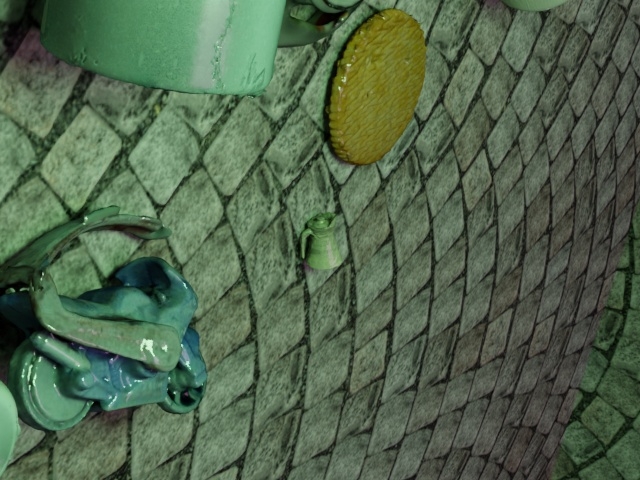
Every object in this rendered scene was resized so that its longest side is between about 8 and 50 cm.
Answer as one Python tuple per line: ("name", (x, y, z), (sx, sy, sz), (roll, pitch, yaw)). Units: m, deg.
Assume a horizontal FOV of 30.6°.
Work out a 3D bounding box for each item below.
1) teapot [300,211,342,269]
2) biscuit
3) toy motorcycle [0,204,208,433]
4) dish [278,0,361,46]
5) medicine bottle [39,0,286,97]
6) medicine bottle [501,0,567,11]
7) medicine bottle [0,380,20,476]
("teapot", (0.000, 0.000, 1.799), (0.067, 0.057, 0.083), (-13, 119, -21))
("biscuit", (0.085, -0.233, 1.790), (0.254, 0.035, 0.254), (-38, 139, -43))
("toy motorcycle", (-0.230, 0.091, 1.348), (0.319, 0.182, 0.241), (2, 107, -57))
("dish", (0.007, -0.386, 1.469), (0.324, 0.124, 0.324), (-36, 138, -42))
("medicine bottle", (-0.139, -0.312, 1.161), (0.245, 0.245, 0.290), (-14, 123, -55))
("medicine bottle", (0.301, -0.510, 1.779), (0.208, 0.208, 0.339), (-62, 150, -10))
("medicine bottle", (-0.398, 0.149, 1.072), (0.139, 0.225, 0.139), (-38, 139, -42))
